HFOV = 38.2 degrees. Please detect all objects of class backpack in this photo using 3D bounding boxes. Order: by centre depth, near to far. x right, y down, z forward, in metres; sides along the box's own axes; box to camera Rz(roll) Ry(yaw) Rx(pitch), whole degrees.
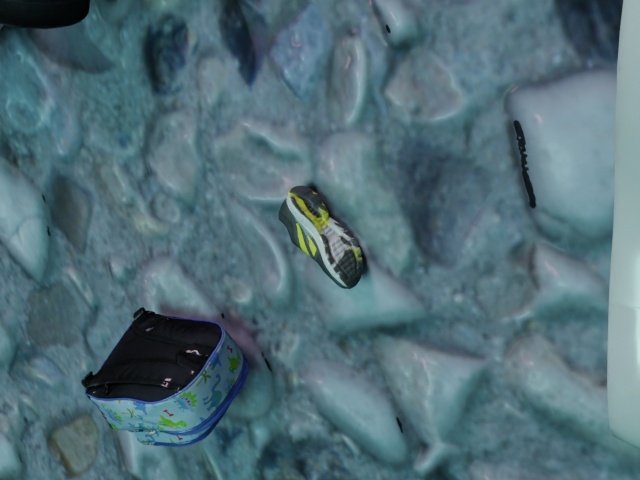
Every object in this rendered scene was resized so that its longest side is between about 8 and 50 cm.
[{"bbox_3d":[-0.118,0.115,0.761,0.114,0.105,0.084,-3,130,38],"label":"backpack"}]

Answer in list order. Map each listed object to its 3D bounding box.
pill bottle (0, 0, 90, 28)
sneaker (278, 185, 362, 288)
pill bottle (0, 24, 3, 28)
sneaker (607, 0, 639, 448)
[{"bbox_3d":[-0.199,-0.266,0.635,0.123,0.123,0.219,30,127,24],"label":"pill bottle"},{"bbox_3d":[0.000,0.000,0.667,0.083,0.031,0.035,58,146,7],"label":"sneaker"},{"bbox_3d":[-0.378,-0.211,0.800,0.221,0.121,0.121,-1,109,38],"label":"pill bottle"},{"bbox_3d":[0.256,-0.029,0.401,0.236,0.130,0.322,7,109,25],"label":"sneaker"}]
